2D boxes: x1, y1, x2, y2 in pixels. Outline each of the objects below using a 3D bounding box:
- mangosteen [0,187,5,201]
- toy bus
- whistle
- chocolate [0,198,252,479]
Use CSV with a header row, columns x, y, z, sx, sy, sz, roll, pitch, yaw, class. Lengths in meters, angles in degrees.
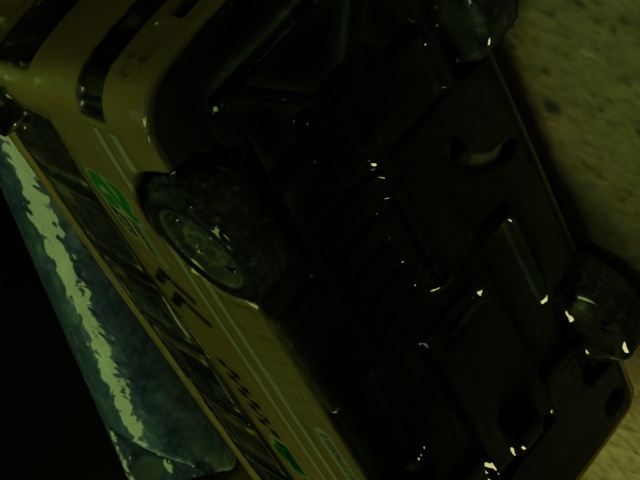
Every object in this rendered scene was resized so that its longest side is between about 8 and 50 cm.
x,y,z,sx,sy,sz,roll,pitch,yaw,class
-0.337,0.028,1.266,0.228,0.265,0.228,18,126,26,mangosteen
0.000,0.000,0.793,0.202,0.177,0.365,23,152,43,toy bus
-0.118,-0.006,0.861,0.062,0.062,0.304,12,129,49,whistle
-0.127,0.162,1.098,0.297,0.326,0.314,70,-173,-46,chocolate
